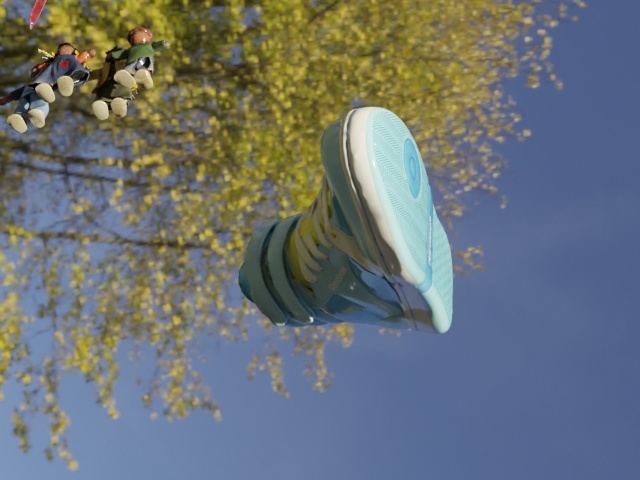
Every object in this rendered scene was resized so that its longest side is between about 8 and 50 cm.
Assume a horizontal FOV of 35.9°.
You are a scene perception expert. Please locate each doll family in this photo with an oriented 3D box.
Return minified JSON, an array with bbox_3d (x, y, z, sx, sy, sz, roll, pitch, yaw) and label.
[{"bbox_3d":[-0.252,-0.174,1.049,0.111,0.193,0.076,-97,-177,-48],"label":"doll family"}]

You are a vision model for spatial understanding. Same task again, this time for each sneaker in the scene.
[{"bbox_3d":[0.000,0.000,0.907,0.208,0.319,0.127,-2,-122,17],"label":"sneaker"}]

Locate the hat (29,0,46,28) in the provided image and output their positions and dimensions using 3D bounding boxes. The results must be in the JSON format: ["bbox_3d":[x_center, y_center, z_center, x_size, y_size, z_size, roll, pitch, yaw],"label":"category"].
[{"bbox_3d":[-0.337,-0.439,1.455,0.208,0.173,0.184,3,-47,22],"label":"hat"}]
